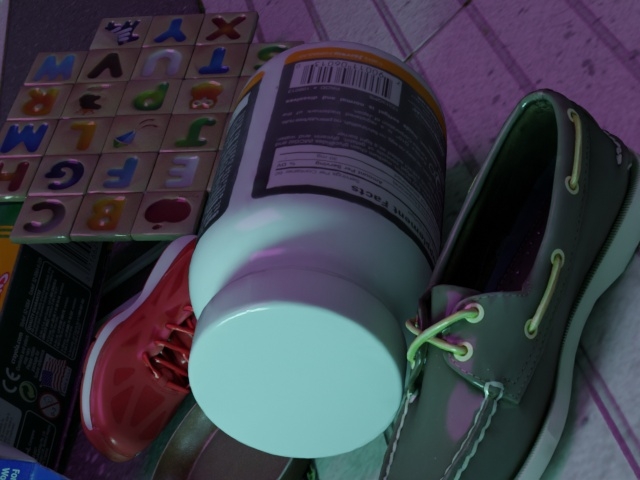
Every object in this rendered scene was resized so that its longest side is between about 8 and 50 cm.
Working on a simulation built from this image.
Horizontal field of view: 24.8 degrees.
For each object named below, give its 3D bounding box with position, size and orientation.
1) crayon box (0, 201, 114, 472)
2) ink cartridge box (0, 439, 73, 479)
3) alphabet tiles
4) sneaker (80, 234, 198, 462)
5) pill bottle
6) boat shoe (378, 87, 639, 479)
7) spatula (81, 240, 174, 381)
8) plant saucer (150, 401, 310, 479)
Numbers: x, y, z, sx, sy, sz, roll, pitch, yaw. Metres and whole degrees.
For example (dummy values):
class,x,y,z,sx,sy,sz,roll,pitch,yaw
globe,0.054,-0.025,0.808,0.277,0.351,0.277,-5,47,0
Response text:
class,x,y,z,sx,sy,sz,roll,pitch,yaw
crayon box,-0.356,0.141,1.383,0.313,0.106,0.363,-29,38,34
ink cartridge box,-0.330,0.213,1.144,0.332,0.065,0.165,15,93,41
alphabet tiles,-0.170,-0.118,1.400,0.285,0.011,0.342,0,43,11
sneaker,-0.102,0.067,1.143,0.128,0.087,0.221,-22,38,45
pill bottle,0.000,0.000,0.975,0.162,0.162,0.278,-33,28,30
boat shoe,0.098,0.049,0.843,0.109,0.091,0.305,-9,47,54
spatula,-0.227,0.088,1.386,0.242,0.019,0.168,-35,28,27
plant saucer,-0.057,0.153,1.019,0.168,0.029,0.168,-36,29,23
